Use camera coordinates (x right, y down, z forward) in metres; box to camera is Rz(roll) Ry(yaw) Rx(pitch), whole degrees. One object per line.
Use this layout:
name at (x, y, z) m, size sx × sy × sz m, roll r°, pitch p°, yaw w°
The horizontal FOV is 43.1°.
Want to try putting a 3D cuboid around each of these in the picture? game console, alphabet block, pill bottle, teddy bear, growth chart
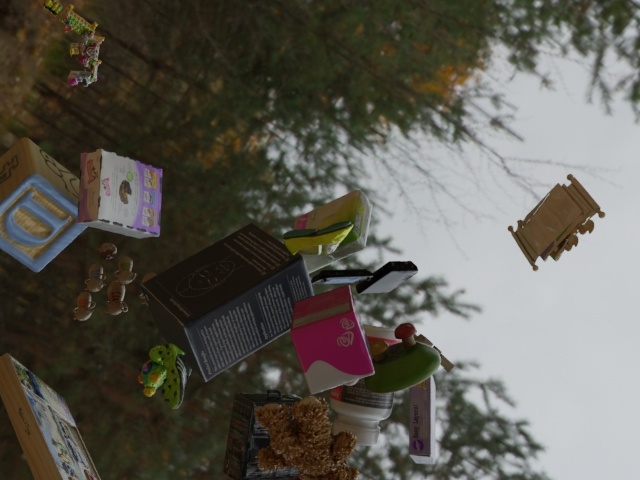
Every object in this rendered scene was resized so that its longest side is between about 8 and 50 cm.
game console at (0.132, 0.128, 2.675) m, size 0.213 × 0.361 × 0.044 m, roll -42°, pitch -125°, yaw 52°
alphabet block at (-0.669, -0.085, 1.874) m, size 0.193 × 0.192 × 0.197 m, roll -41°, pitch -141°, yaw 3°
pill bottle at (0.122, 0.394, 2.245) m, size 0.176 × 0.176 × 0.319 m, roll 178°, pitch -78°, yaw -71°
teddy bear at (-0.029, 0.474, 1.835) m, size 0.113 × 0.245 × 0.338 m, roll -94°, pitch -178°, yaw -51°
growth chart at (0.545, -0.037, 1.890) m, size 0.237 × 0.021 × 0.172 m, roll -49°, pitch -136°, yaw 36°

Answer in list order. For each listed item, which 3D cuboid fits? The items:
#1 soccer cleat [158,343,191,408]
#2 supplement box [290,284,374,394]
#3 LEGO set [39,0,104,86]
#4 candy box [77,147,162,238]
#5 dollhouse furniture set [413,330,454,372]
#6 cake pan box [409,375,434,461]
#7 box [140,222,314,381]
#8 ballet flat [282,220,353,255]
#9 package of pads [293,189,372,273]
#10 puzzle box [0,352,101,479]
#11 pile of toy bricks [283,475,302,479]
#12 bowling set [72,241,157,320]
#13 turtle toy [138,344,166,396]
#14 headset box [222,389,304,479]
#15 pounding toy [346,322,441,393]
soccer cleat at (-0.326, 0.312, 1.858) m, size 0.060 × 0.072 × 0.179 m, roll -39°, pitch -139°, yaw 20°
supplement box at (0.018, 0.162, 1.373) m, size 0.113 × 0.111 × 0.220 m, roll -18°, pitch -172°, yaw 4°
LEGO set at (-0.669, -0.537, 2.234) m, size 0.287 × 0.132 × 0.107 m, roll 83°, pitch -2°, yaw -51°
candy box at (-0.454, -0.103, 1.847) m, size 0.070 × 0.196 × 0.165 m, roll -6°, pitch -103°, yaw 31°
dollhouse furniture set at (0.321, 0.366, 2.424) m, size 0.101 × 0.182 × 0.161 m, roll -48°, pitch -168°, yaw -2°
cake pan box at (0.301, 0.519, 2.375) m, size 0.267 × 0.070 × 0.246 m, roll 60°, pitch 33°, yaw -68°
box at (-0.259, 0.166, 2.333) m, size 0.395 × 0.212 × 0.293 m, roll -29°, pitch -144°, yaw -22°
ballet flat at (0.000, 0.000, 2.180) m, size 0.230 × 0.077 × 0.077 m, roll -9°, pitch -165°, yaw 36°
package of pads at (0.032, -0.028, 2.749) m, size 0.296 × 0.101 × 0.229 m, roll -24°, pitch -145°, yaw 31°
puzzle box at (-0.580, 0.461, 1.789) m, size 0.052 × 0.272 × 0.409 m, roll -33°, pitch -125°, yaw -9°
pile of toy bricks at (-0.108, 0.792, 2.375) m, size 0.212 × 0.118 × 0.105 m, roll -27°, pitch -158°, yaw -14°
bowling set at (-0.641, 0.122, 2.459) m, size 0.286 × 0.200 × 0.154 m, roll -19°, pitch -148°, yaw -3°
turtle toy at (-0.393, 0.307, 1.950) m, size 0.095 × 0.066 × 0.130 m, roll -36°, pitch 159°, yaw -54°
headset box at (-0.168, 0.633, 2.657) m, size 0.131 × 0.246 × 0.283 m, roll 9°, pitch -89°, yaw 54°
pounding toy at (0.153, 0.257, 1.858) m, size 0.183 × 0.110 × 0.236 m, roll -30°, pitch -166°, yaw -37°
